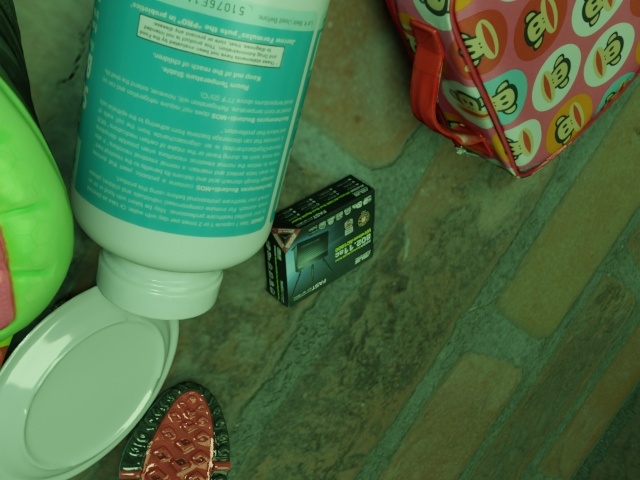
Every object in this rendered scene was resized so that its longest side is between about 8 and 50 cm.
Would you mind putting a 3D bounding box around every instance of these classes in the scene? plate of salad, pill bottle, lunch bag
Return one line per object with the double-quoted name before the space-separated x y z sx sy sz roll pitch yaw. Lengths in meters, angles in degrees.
"plate of salad" -0.198 0.115 0.630 0.200 0.048 0.200 -40 146 -34
"pill bottle" -0.090 -0.080 0.522 0.146 0.146 0.264 -8 123 -44
"lunch bag" 0.179 -0.193 0.682 0.258 0.120 0.293 -46 141 -6

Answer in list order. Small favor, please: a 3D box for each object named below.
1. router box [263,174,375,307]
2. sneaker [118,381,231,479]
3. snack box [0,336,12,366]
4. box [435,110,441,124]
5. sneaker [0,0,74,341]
"router box" 0.000 0.000 0.770 0.122 0.038 0.092 -29 137 -29
"sneaker" -0.165 0.266 0.761 0.104 0.125 0.262 12 87 -21
"snack box" -0.319 0.094 0.472 0.207 0.070 0.175 9 112 -48
"box" 0.202 -0.229 0.809 0.190 0.045 0.184 -28 133 -29
"sneaker" -0.243 -0.172 0.278 0.185 0.202 0.483 -19 117 -15
